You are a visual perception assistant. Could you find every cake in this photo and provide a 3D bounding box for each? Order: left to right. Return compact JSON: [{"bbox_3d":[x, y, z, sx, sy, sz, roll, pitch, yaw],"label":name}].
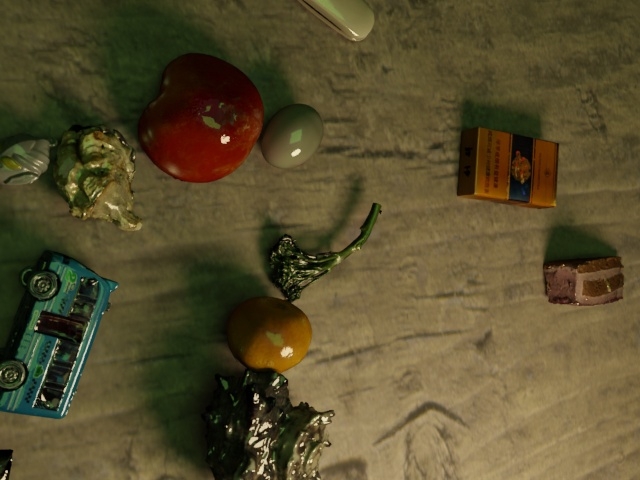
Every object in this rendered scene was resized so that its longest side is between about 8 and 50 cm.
[{"bbox_3d":[0.643,0.095,1.613,0.296,0.113,0.115,0,91,-40],"label":"cake"}]

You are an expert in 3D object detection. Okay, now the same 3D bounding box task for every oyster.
[{"bbox_3d":[-0.352,-0.096,1.108,0.191,0.081,0.163,50,61,-36],"label":"oyster"}]

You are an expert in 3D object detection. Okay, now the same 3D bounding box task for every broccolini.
[{"bbox_3d":[0.007,-0.004,1.296,0.271,0.062,0.123,-40,121,-16],"label":"broccolini"}]

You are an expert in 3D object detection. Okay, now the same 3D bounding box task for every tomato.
[{"bbox_3d":[-0.189,-0.214,1.158,0.201,0.140,0.232,25,78,-31],"label":"tomato"}]

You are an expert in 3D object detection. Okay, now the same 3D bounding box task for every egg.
[{"bbox_3d":[-0.052,-0.192,1.245,0.103,0.103,0.135,43,73,-20],"label":"egg"}]

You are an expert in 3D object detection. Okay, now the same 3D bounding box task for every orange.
[{"bbox_3d":[-0.092,0.172,1.196,0.155,0.155,0.134,13,101,-26],"label":"orange"}]

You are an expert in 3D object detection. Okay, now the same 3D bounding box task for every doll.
[{"bbox_3d":[-0.492,-0.112,1.046,0.180,0.079,0.094,-35,72,-17],"label":"doll"}]

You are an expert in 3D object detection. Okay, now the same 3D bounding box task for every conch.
[{"bbox_3d":[-0.083,0.351,1.168,0.241,0.186,0.312,-34,112,-15],"label":"conch"}]

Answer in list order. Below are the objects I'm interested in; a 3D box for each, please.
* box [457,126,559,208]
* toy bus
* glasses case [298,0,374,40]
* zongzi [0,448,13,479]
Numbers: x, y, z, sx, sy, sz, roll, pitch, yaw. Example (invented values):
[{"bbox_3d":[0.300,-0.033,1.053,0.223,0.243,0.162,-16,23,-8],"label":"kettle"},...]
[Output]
[{"bbox_3d":[0.424,-0.159,1.506,0.237,0.070,0.152,5,86,-28],"label":"box"},{"bbox_3d":[-0.421,0.145,1.049,0.134,0.114,0.246,22,81,-29],"label":"toy bus"},{"bbox_3d":[0.019,-0.472,1.315,0.204,0.051,0.081,34,74,-22],"label":"glasses case"},{"bbox_3d":[-0.608,0.450,0.822,0.384,0.362,0.318,9,103,-28],"label":"zongzi"}]
